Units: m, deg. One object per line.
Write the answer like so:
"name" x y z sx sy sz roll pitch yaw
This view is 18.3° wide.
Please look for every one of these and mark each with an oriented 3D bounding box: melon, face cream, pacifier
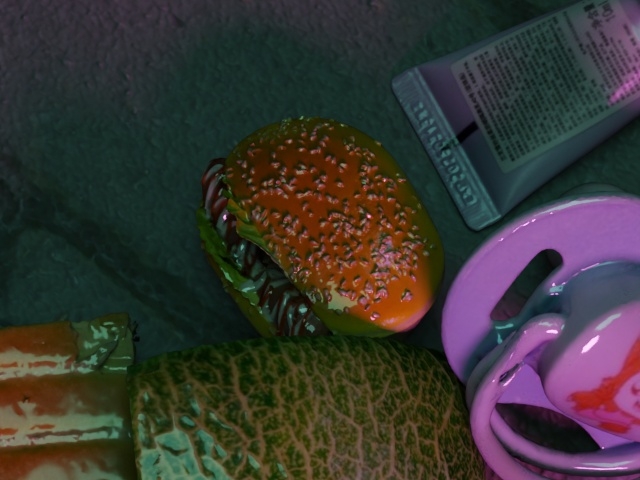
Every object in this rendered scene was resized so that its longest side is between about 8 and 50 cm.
"melon" -0.014 0.260 1.475 0.226 0.331 0.343 -26 70 38
"face cream" 0.210 -0.134 1.650 0.274 0.096 0.154 -28 77 4
"pacifier" 0.222 0.050 1.550 0.299 0.244 0.233 25 35 -23

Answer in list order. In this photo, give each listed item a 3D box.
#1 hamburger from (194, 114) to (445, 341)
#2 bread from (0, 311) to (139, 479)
"hamburger" 0.000 0.000 1.569 0.173 0.116 0.210 -26 59 -10
"bread" -0.244 0.184 1.519 0.246 0.111 0.239 -4 73 -2
